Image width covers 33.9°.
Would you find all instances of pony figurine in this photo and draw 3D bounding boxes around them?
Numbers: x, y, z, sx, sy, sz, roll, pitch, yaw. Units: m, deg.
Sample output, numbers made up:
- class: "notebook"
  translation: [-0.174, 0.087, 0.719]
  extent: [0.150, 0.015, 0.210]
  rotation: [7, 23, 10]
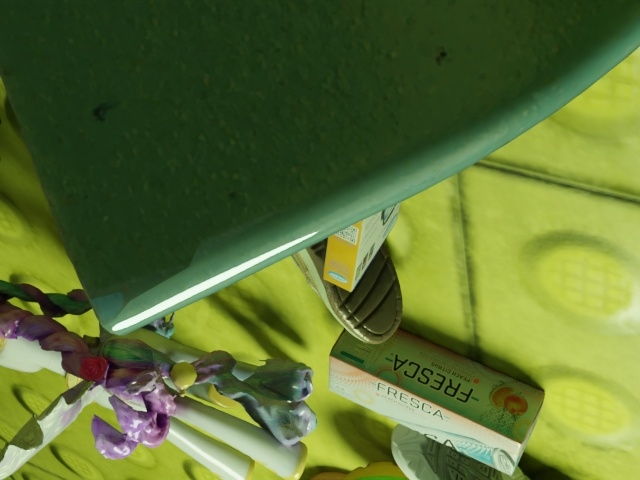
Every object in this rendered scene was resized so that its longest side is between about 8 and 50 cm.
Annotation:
- class: "pony figurine"
  translation: [-0.187, 0.124, 1.011]
  extent: [0.364, 0.302, 0.351]
  rotation: [25, 158, -13]

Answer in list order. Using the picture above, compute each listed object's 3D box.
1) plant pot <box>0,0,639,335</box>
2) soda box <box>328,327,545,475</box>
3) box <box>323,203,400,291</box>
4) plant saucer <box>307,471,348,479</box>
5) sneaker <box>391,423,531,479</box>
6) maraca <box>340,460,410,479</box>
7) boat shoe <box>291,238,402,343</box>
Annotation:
- class: "plant pot"
  translation: [0.022, -0.135, 0.432]
  extent: [0.252, 0.247, 0.247]
  rotation: [-20, 92, 12]
- class: "soda box"
  translation: [0.098, 0.132, 0.920]
  extent: [0.183, 0.058, 0.063]
  rotation: [23, 145, 18]
- class: "box"
  translation: [0.034, -0.024, 0.754]
  extent: [0.028, 0.081, 0.136]
  rotation: [27, 146, 12]
- class: "plant saucer"
  translation: [0.040, 0.365, 1.224]
  extent: [0.200, 0.037, 0.199]
  rotation: [22, 125, 35]
- class: "sneaker"
  translation: [0.159, 0.251, 0.994]
  extent: [0.232, 0.090, 0.115]
  rotation: [34, 151, 3]
- class: "maraca"
  translation: [0.091, 0.290, 1.097]
  extent: [0.186, 0.099, 0.127]
  rotation: [26, 135, -23]
- class: "boat shoe"
  translation: [0.000, 0.000, 0.844]
  extent: [0.072, 0.068, 0.190]
  rotation: [4, 128, 56]
